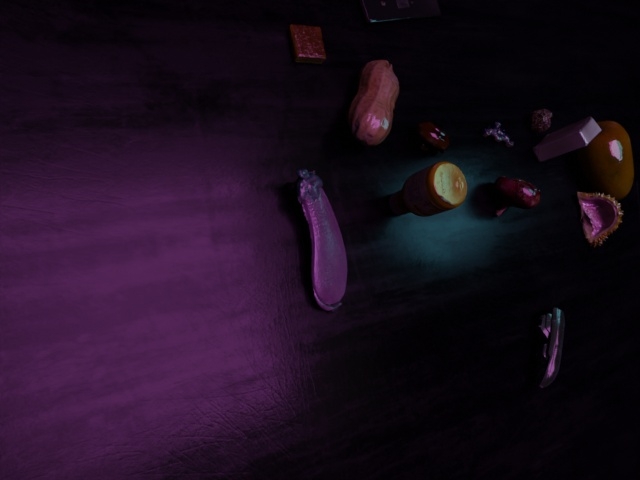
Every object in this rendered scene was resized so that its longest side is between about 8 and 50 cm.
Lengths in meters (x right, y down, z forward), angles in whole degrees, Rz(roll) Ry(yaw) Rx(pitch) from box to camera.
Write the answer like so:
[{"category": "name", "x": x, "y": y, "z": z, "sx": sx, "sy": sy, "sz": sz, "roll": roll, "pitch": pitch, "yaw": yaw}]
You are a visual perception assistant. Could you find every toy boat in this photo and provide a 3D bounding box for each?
[{"category": "toy boat", "x": 0.708, "y": 0.335, "z": 1.396, "sx": 0.085, "sy": 0.078, "sz": 0.260, "roll": 20, "pitch": 69, "yaw": 2}]

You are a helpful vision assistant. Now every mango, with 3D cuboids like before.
[{"category": "mango", "x": 1.059, "y": -0.286, "z": 1.644, "sx": 0.211, "sy": 0.173, "sz": 0.317, "roll": -41, "pitch": 110, "yaw": -48}]

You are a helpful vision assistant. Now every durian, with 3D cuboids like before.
[{"category": "durian", "x": 1.018, "y": -0.089, "z": 1.632, "sx": 0.132, "sy": 0.165, "sz": 0.182, "roll": -16, "pitch": 59, "yaw": 10}, {"category": "durian", "x": 0.787, "y": -0.426, "z": 1.579, "sx": 0.091, "sy": 0.080, "sz": 0.080, "roll": -17, "pitch": 88, "yaw": -8}]

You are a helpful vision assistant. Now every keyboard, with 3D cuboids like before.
[{"category": "keyboard", "x": 0.249, "y": -0.739, "z": 1.390, "sx": 0.317, "sy": 0.027, "sz": 0.106, "roll": -21, "pitch": 94, "yaw": -29}]

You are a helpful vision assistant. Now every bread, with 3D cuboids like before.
[{"category": "bread", "x": -0.037, "y": -0.528, "z": 1.196, "sx": 0.090, "sy": 0.035, "sz": 0.094, "roll": -9, "pitch": 85, "yaw": -28}]

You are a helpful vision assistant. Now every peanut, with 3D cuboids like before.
[{"category": "peanut", "x": 0.144, "y": -0.377, "z": 1.211, "sx": 0.130, "sy": 0.130, "sz": 0.290, "roll": 27, "pitch": 63, "yaw": -21}]

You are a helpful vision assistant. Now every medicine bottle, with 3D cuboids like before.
[{"category": "medicine bottle", "x": 0.269, "y": -0.121, "z": 1.174, "sx": 0.122, "sy": 0.212, "sz": 0.121, "roll": 6, "pitch": 78, "yaw": -26}]

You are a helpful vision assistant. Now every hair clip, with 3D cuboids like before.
[{"category": "hair clip", "x": 0.002, "y": -0.001, "z": 1.098, "sx": 0.096, "sy": 0.110, "sz": 0.358, "roll": -17, "pitch": 93, "yaw": 11}]

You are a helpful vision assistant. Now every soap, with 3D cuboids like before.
[{"category": "soap", "x": 0.847, "y": -0.349, "z": 1.535, "sx": 0.121, "sy": 0.183, "sz": 0.064, "roll": -39, "pitch": 99, "yaw": -27}]

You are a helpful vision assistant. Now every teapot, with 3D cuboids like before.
[{"category": "teapot", "x": 0.331, "y": -0.299, "z": 1.326, "sx": 0.129, "sy": 0.078, "sz": 0.098, "roll": 18, "pitch": 32, "yaw": -38}]

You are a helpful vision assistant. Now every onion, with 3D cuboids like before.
[{"category": "onion", "x": 0.612, "y": -0.129, "z": 1.421, "sx": 0.150, "sy": 0.150, "sz": 0.140, "roll": 23, "pitch": 101, "yaw": -22}]

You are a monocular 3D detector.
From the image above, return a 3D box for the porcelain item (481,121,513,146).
[{"category": "porcelain item", "x": 0.601, "y": -0.370, "z": 1.505, "sx": 0.136, "sy": 0.021, "sz": 0.075, "roll": 14, "pitch": 70, "yaw": -25}]
